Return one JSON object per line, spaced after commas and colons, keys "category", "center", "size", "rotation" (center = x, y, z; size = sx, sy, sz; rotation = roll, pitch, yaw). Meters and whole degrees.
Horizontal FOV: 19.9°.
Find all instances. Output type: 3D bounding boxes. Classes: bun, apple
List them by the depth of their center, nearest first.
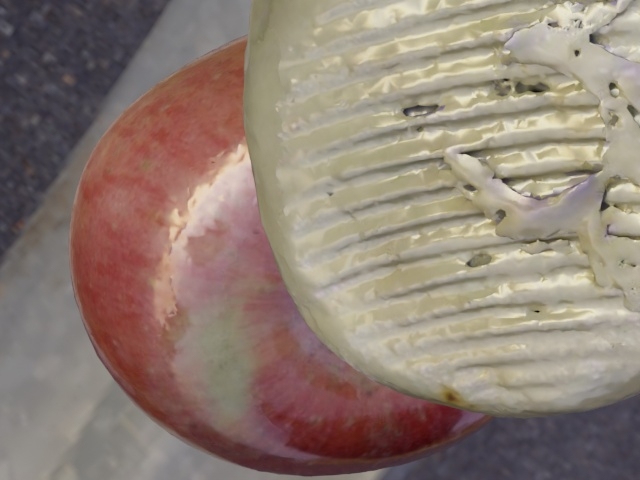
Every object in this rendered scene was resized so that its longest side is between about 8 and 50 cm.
{"category": "bun", "center": [0.097, -0.052, 0.814], "size": [0.168, 0.273, 0.272], "rotation": [-42, 146, -62]}
{"category": "apple", "center": [0.000, 0.000, 1.259], "size": [0.345, 0.269, 0.344], "rotation": [-4, 108, -12]}
